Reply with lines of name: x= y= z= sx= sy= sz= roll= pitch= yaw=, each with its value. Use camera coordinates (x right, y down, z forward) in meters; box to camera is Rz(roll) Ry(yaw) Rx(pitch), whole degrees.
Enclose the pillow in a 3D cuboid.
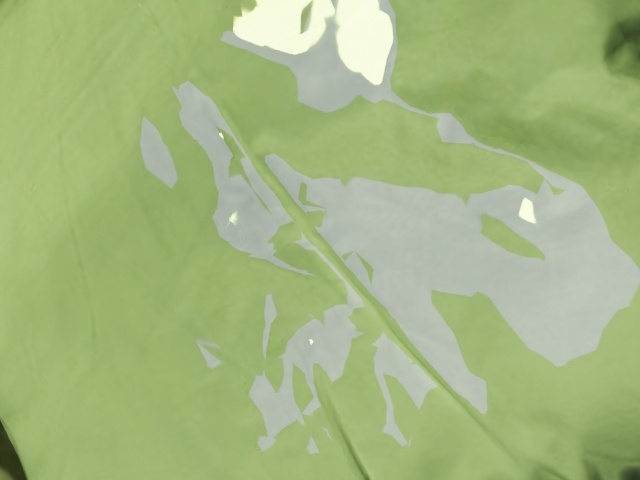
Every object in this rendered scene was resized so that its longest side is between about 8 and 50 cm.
pillow: x=0.000 y=0.000 z=0.553 sx=0.310 sy=0.138 sz=0.283 roll=-41 pitch=74 yaw=28
